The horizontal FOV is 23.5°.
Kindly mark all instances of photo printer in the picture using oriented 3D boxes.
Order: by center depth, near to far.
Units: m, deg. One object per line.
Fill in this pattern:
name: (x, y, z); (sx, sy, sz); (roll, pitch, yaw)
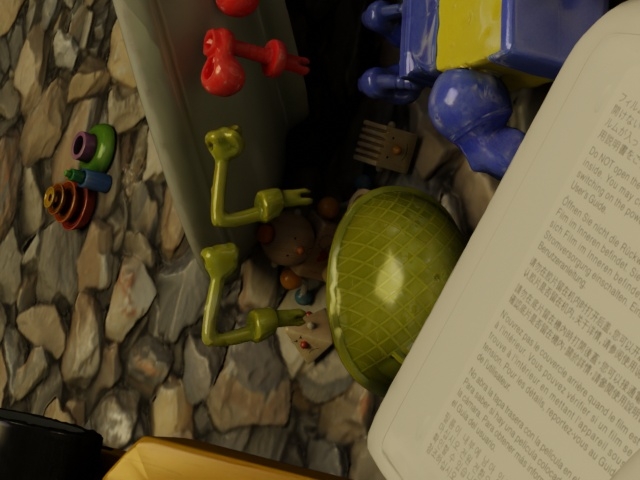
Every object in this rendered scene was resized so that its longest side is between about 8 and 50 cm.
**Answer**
photo printer: (0.168, 0.043, 0.721); (0.307, 0.107, 0.256); (-64, 35, 14)

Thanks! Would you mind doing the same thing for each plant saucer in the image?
plant saucer: (-0.081, -0.172, 1.044); (0.400, 0.100, 0.400); (165, 90, -89)

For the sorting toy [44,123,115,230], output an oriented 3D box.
sorting toy: (-0.217, -0.059, 1.363); (0.061, 0.042, 0.102); (18, 92, 56)

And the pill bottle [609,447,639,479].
pill bottle: (0.245, 0.222, 0.433); (0.224, 0.224, 0.392); (-54, 42, 27)

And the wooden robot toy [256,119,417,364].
wooden robot toy: (0.000, 0.000, 1.001); (0.173, 0.079, 0.076); (-63, 36, 17)

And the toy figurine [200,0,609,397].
toy figurine: (0.069, -0.108, 0.835); (0.217, 0.191, 0.362); (-17, 64, 55)

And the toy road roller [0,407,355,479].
toy road roller: (-0.093, 0.227, 0.985); (0.329, 0.240, 0.202); (11, 85, 18)
